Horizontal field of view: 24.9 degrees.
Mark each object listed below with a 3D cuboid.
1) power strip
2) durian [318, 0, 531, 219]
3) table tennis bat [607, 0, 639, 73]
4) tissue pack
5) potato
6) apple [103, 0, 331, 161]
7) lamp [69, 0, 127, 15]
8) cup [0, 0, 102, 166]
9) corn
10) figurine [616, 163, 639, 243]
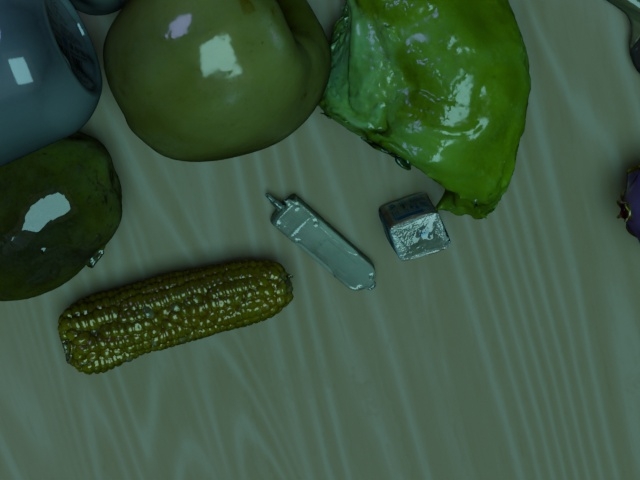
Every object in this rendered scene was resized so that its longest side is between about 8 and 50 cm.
[{"bbox_3d":[0.000,0.000,1.877,0.191,0.030,0.047,41,103,-17],"label":"power strip"},{"bbox_3d":[0.129,-0.200,1.729,0.256,0.204,0.339,15,107,2],"label":"durian"},{"bbox_3d":[0.431,-0.263,1.805,0.246,0.022,0.138,33,115,-6],"label":"table tennis bat"},{"bbox_3d":[0.119,-0.017,1.847,0.074,0.094,0.058,-17,110,0],"label":"tissue pack"},{"bbox_3d":[-0.354,-0.028,1.777,0.228,0.148,0.197,-14,124,-2],"label":"potato"},{"bbox_3d":[-0.122,-0.216,1.673,0.262,0.262,0.262,-2,110,-4],"label":"apple"},{"bbox_3d":[-0.260,-0.316,1.700,0.105,0.105,0.105,-2,110,-4],"label":"lamp"},{"bbox_3d":[-0.419,-0.170,1.663,0.312,0.205,0.205,-21,110,10],"label":"cup"},{"bbox_3d":[-0.186,0.087,1.860,0.313,0.102,0.102,-18,110,-1],"label":"corn"},{"bbox_3d":[0.500,-0.059,1.839,0.263,0.142,0.189,-15,150,-2],"label":"figurine"}]
